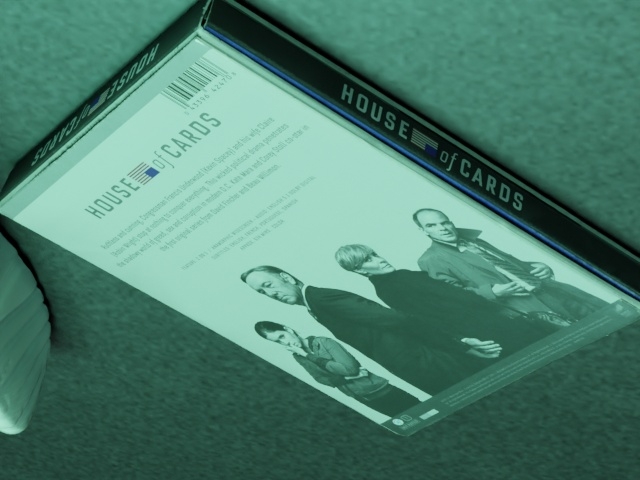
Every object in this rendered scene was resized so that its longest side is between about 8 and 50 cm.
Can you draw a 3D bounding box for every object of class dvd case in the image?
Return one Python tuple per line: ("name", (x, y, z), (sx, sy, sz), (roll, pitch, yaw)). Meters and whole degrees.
("dvd case", (0.000, 0.000, 0.810), (0.239, 0.029, 0.179), (31, 142, -22))

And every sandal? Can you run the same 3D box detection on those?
("sandal", (-0.195, 0.011, 0.831), (0.076, 0.102, 0.265), (2, 145, 12))
